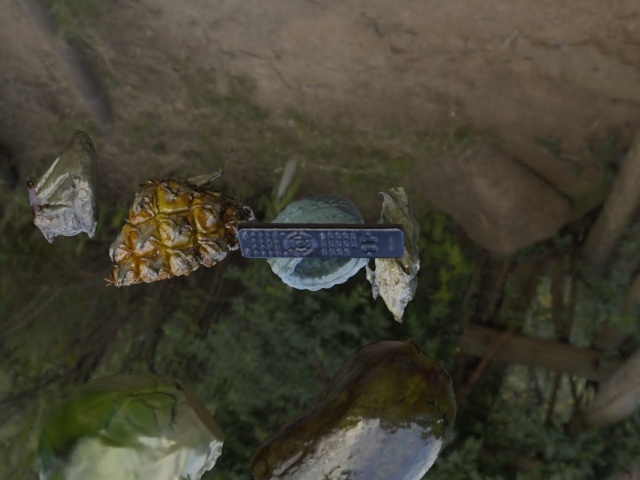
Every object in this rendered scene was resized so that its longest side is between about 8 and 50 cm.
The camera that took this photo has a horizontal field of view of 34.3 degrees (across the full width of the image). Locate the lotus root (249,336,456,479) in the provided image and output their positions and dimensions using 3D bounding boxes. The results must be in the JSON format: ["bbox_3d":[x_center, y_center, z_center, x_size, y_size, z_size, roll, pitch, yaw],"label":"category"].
[{"bbox_3d":[0.074,0.322,1.730,0.250,0.346,0.250,42,-176,-3],"label":"lotus root"}]

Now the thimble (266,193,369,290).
[{"bbox_3d":[-0.008,0.011,2.471,0.250,0.172,0.205,-16,140,-3],"label":"thimble"}]

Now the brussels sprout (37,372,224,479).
[{"bbox_3d":[-0.339,0.388,1.855,0.344,0.344,0.268,12,180,9],"label":"brussels sprout"}]

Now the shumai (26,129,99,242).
[{"bbox_3d":[-0.450,-0.092,1.814,0.120,0.201,0.201,-4,166,-14],"label":"shumai"}]

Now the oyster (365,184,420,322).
[{"bbox_3d":[0.126,0.009,1.632,0.072,0.209,0.133,-3,137,31],"label":"oyster"}]

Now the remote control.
[{"bbox_3d":[0.000,0.000,1.509,0.245,0.025,0.063,1,130,7],"label":"remote control"}]

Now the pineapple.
[{"bbox_3d":[-0.218,-0.042,1.803,0.161,0.158,0.334,8,-157,43],"label":"pineapple"}]
